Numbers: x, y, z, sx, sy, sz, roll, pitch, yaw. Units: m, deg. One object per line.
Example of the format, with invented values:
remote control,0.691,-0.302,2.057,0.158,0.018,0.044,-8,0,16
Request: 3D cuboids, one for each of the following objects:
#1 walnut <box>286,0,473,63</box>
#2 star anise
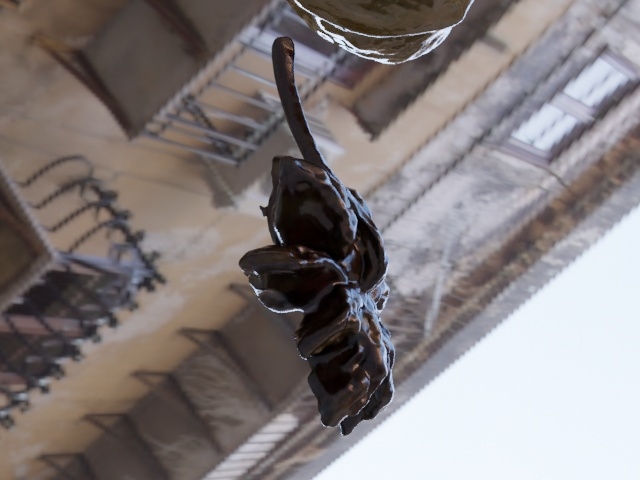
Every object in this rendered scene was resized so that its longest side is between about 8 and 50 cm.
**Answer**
walnut,0.030,-0.195,1.000,0.166,0.149,0.166,34,-36,30
star anise,-0.003,-0.002,0.892,0.073,0.177,0.234,-19,-84,12
